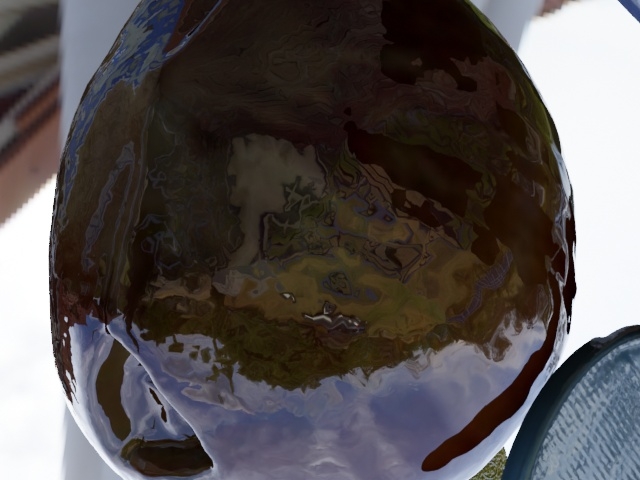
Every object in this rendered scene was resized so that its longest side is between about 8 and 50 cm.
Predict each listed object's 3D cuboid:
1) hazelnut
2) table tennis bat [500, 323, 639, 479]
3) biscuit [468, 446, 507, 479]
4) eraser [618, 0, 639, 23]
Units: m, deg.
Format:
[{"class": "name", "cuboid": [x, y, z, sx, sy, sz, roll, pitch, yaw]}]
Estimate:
[{"class": "hazelnut", "cuboid": [0.000, 0.000, 1.261, 0.402, 0.402, 0.429, 16, -114, 12]}, {"class": "table tennis bat", "cuboid": [0.222, 0.144, 1.265, 0.044, 0.215, 0.329, 12, -120, 44]}, {"class": "biscuit", "cuboid": [0.186, 0.263, 2.039, 0.023, 0.084, 0.084, -1, -168, 38]}, {"class": "eraser", "cuboid": [0.261, -0.136, 1.025, 0.225, 0.036, 0.082, 6, -154, -16]}]
